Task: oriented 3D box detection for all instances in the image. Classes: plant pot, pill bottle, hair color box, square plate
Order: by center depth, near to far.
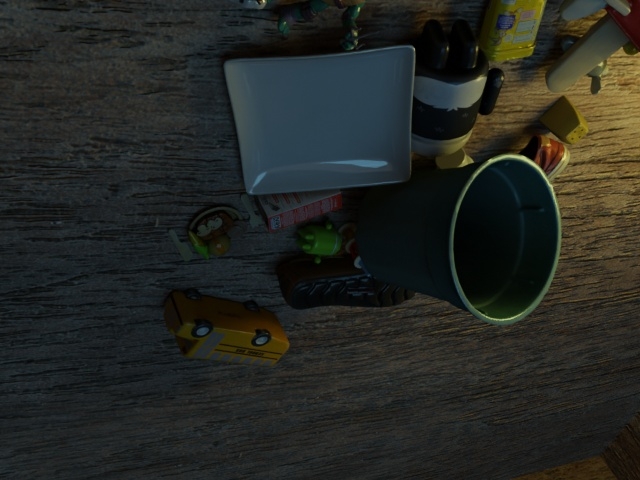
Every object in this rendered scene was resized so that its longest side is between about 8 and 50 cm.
[{"bbox_3d":[0.006,-0.232,1.592,0.343,0.049,0.347,-4,139,1],"label":"square plate"},{"bbox_3d":[-0.048,-0.089,1.749,0.167,0.093,0.053,-18,140,-13],"label":"hair color box"},{"bbox_3d":[0.272,-0.016,1.755,0.341,0.334,0.341,-5,98,-37],"label":"plant pot"},{"bbox_3d":[0.322,-0.144,1.920,0.094,0.094,0.169,-32,142,3],"label":"pill bottle"},{"bbox_3d":[0.587,-0.276,1.952,0.081,0.083,0.081,-44,140,17],"label":"plant pot"}]

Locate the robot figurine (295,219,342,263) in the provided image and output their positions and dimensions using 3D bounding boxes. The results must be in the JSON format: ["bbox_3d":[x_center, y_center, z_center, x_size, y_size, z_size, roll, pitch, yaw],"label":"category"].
[{"bbox_3d":[0.000,0.000,1.899,0.115,0.067,0.101,6,107,-37],"label":"robot figurine"}]

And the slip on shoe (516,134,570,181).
[{"bbox_3d":[0.447,-0.126,1.984,0.101,0.123,0.331,34,115,-20],"label":"slip on shoe"}]

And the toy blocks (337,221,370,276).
[{"bbox_3d":[0.117,0.003,1.912,0.123,0.148,0.054,-38,142,11],"label":"toy blocks"}]

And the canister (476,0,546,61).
[{"bbox_3d":[0.386,-0.452,1.637,0.126,0.073,0.170,-13,138,-20],"label":"canister"}]

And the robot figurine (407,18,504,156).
[{"bbox_3d":[0.236,-0.299,1.638,0.173,0.209,0.278,-49,156,-39],"label":"robot figurine"}]

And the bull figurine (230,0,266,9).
[{"bbox_3d":[-0.062,-0.466,1.219,0.310,0.101,0.188,-14,127,39],"label":"bull figurine"}]

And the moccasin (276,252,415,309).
[{"bbox_3d":[0.079,0.089,2.001,0.379,0.147,0.139,-7,128,-18],"label":"moccasin"}]

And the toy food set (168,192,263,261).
[{"bbox_3d":[-0.220,-0.018,1.762,0.192,0.039,0.132,-27,142,-4],"label":"toy food set"}]

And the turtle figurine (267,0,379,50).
[{"bbox_3d":[0.031,-0.409,1.375,0.234,0.118,0.175,0,129,21],"label":"turtle figurine"}]

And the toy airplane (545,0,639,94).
[{"bbox_3d":[0.669,-0.469,1.691,0.385,0.272,0.385,4,131,15],"label":"toy airplane"}]

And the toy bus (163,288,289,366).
[{"bbox_3d":[-0.228,0.215,1.963,0.332,0.108,0.130,16,125,-43],"label":"toy bus"}]
